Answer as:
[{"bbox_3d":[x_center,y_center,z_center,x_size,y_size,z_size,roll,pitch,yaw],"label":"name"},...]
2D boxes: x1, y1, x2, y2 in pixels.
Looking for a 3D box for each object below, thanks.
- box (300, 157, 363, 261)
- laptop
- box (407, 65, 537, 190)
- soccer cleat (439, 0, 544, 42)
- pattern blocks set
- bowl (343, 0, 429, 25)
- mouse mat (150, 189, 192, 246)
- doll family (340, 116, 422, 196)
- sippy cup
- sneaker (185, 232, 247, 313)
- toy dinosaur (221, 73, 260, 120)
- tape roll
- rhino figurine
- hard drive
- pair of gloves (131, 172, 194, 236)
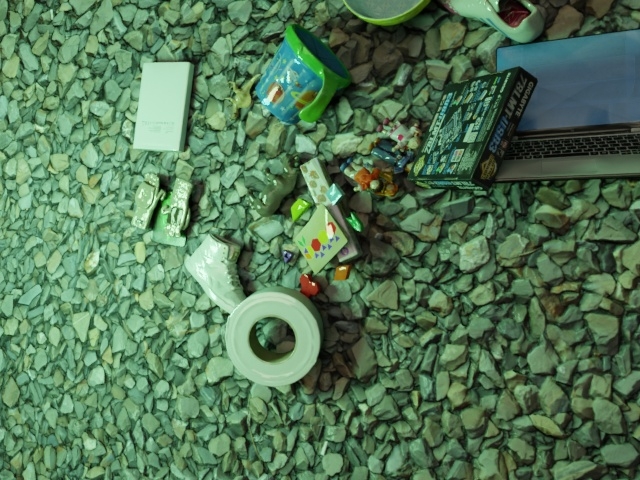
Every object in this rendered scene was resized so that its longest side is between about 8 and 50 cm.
[{"bbox_3d":[0.033,-0.092,1.598,0.063,0.067,0.323,-27,76,19],"label":"box"},{"bbox_3d":[0.617,-0.332,1.292,0.382,0.408,0.236,-1,120,22],"label":"laptop"},{"bbox_3d":[0.371,-0.273,1.353,0.073,0.293,0.295,25,86,-21],"label":"box"},{"bbox_3d":[0.448,-0.644,1.418,0.331,0.143,0.116,38,101,23],"label":"soccer cleat"},{"bbox_3d":[0.000,0.000,1.568,0.325,0.026,0.285,-38,71,39],"label":"pattern blocks set"},{"bbox_3d":[0.212,-0.733,1.516,0.290,0.156,0.289,-2,85,22],"label":"bowl"},{"bbox_3d":[-0.521,-0.078,1.854,0.153,0.007,0.189,8,89,22],"label":"mouse mat"},{"bbox_3d":[0.197,-0.218,1.530,0.163,0.118,0.263,39,83,26],"label":"doll family"},{"bbox_3d":[-0.067,-0.479,1.589,0.240,0.305,0.224,43,116,-10],"label":"sippy cup"},{"bbox_3d":[-0.296,0.100,1.697,0.292,0.108,0.169,42,105,20],"label":"sneaker"},{"bbox_3d":[-0.265,-0.486,1.761,0.093,0.053,0.183,35,108,5],"label":"toy dinosaur"},{"bbox_3d":[-0.135,0.282,1.581,0.286,0.100,0.286,1,96,7],"label":"tape roll"},{"bbox_3d":[-0.134,-0.177,1.667,0.106,0.073,0.243,44,101,23],"label":"rhino figurine"},{"bbox_3d":[-0.553,-0.468,1.872,0.203,0.040,0.307,7,89,22],"label":"hard drive"},{"bbox_3d":[-0.541,-0.123,1.840,0.240,0.042,0.204,13,95,25],"label":"pair of gloves"}]
